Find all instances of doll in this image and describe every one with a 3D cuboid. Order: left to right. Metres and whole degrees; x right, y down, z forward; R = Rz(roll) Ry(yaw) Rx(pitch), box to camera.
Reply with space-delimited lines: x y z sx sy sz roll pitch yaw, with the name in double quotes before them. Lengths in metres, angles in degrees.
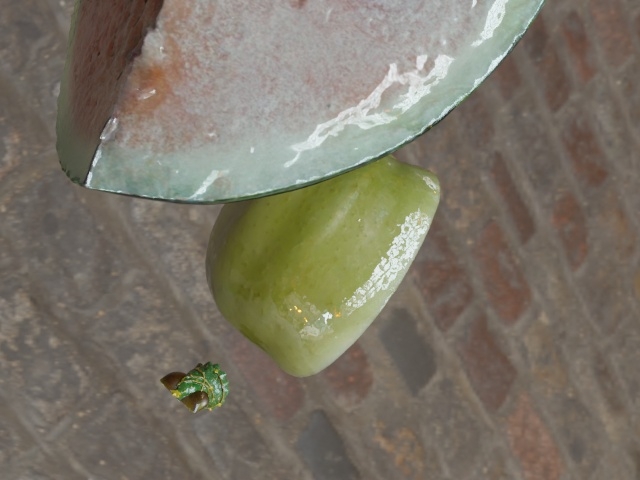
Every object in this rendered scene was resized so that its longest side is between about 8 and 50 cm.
"doll" -0.184 0.217 1.614 0.076 0.078 0.113 -49 161 -2

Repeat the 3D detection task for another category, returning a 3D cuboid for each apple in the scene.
"apple" 0.000 0.000 1.607 0.360 0.320 0.311 -54 164 4

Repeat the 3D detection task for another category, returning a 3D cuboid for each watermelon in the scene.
"watermelon" -0.040 -0.121 0.578 0.256 0.260 0.176 -28 103 -19
